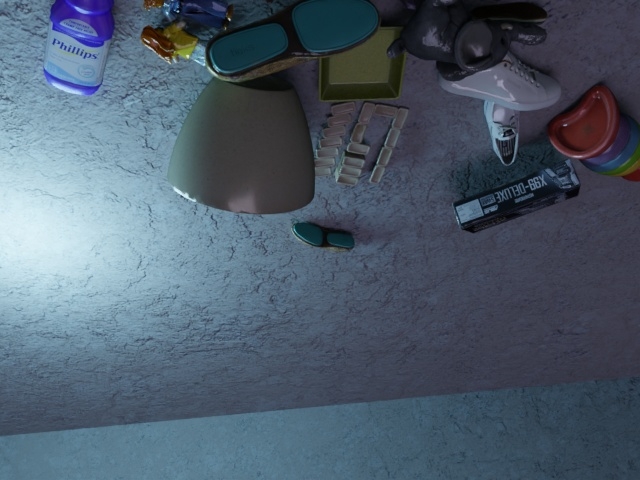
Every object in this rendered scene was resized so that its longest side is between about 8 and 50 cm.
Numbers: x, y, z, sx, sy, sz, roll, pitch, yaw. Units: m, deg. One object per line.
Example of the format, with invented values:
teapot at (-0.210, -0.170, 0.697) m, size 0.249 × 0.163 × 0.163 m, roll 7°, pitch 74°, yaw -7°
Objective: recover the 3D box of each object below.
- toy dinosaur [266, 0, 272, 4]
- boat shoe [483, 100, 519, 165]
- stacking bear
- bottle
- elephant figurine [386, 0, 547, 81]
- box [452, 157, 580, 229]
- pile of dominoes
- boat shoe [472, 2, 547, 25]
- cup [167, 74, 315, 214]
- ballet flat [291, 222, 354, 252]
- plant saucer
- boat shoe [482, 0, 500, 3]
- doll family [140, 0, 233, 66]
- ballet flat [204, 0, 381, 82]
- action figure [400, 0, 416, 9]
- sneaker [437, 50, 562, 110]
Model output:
toy dinosaur at (-0.070, -0.511, 1.087) m, size 0.314 × 0.121 × 0.160 m, roll 22°, pitch 148°, yaw -24°
boat shoe at (0.455, -0.278, 1.477) m, size 0.083 × 0.075 × 0.226 m, roll -17°, pitch 140°, yaw 14°
stacking bear at (0.741, -0.234, 1.512) m, size 0.289 × 0.164 × 0.175 m, roll 17°, pitch 137°, yaw -33°
bottle at (-0.464, -0.417, 1.178) m, size 0.118 × 0.092 × 0.283 m, roll 14°, pitch 138°, yaw -22°
elephant figurine at (0.291, -0.388, 1.188) m, size 0.239 × 0.169 × 0.186 m, roll 37°, pitch 130°, yaw -6°
box at (0.524, -0.110, 1.613) m, size 0.308 × 0.076 × 0.242 m, roll -21°, pitch 170°, yaw 19°
pile of dominoes at (0.089, -0.249, 1.521) m, size 0.196 × 0.040 × 0.251 m, roll 7°, pitch 132°, yaw -15°
boat shoe at (0.391, -0.460, 1.261) m, size 0.152 × 0.056 × 0.049 m, roll 3°, pitch 147°, yaw 5°
cup at (-0.156, -0.232, 1.315) m, size 0.331 × 0.331 × 0.236 m, roll 5°, pitch 116°, yaw -13°
ballet flat at (0.000, 0.000, 1.787) m, size 0.206 × 0.073 × 0.067 m, roll 16°, pitch 151°, yaw -20°
plant saucer at (0.089, -0.392, 1.314) m, size 0.188 × 0.045 × 0.188 m, roll -3°, pitch 142°, yaw -3°
boat shoe at (0.370, -0.557, 1.014) m, size 0.132 × 0.130 × 0.355 m, roll -3°, pitch 137°, yaw -50°
doll family at (-0.261, -0.429, 1.165) m, size 0.163 × 0.118 × 0.263 m, roll 10°, pitch 139°, yaw -20°
ballet flat at (-0.058, -0.392, 1.181) m, size 0.349 × 0.123 × 0.123 m, roll -20°, pitch 142°, yaw -8°
action figure at (0.182, -0.568, 1.063) m, size 0.185 × 0.099 × 0.285 m, roll 14°, pitch 135°, yaw -14°
sneaker at (0.415, -0.369, 1.331) m, size 0.290 × 0.105 × 0.123 m, roll 5°, pitch 143°, yaw -11°
